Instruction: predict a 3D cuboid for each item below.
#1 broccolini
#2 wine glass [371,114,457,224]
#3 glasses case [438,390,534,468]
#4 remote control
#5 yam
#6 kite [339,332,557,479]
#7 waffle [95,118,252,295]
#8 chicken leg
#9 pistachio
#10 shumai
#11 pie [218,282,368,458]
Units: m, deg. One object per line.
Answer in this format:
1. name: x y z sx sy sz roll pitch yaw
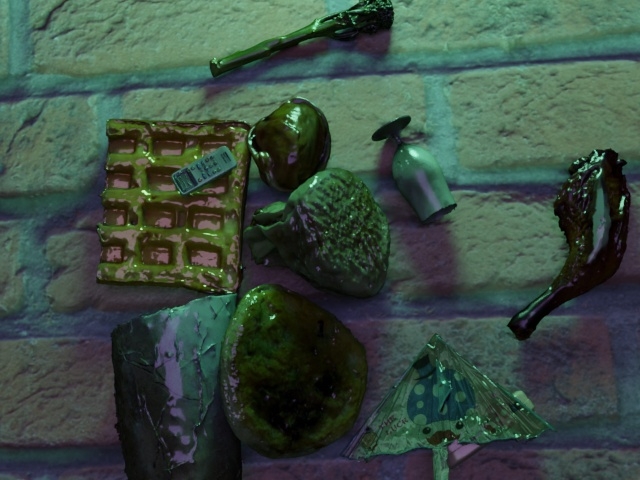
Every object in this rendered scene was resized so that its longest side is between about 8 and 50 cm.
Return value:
1. broccolini: -0.037 -0.407 1.731 0.392 0.074 0.079 -22 71 -2
2. wine glass: 0.183 -0.133 1.657 0.093 0.093 0.202 -26 79 -2
3. glasses case: 0.297 0.343 1.561 0.196 0.083 0.050 -34 77 -4
4. remote control: -0.222 -0.133 1.648 0.124 0.018 0.053 -29 79 -7
5. yam: -0.250 0.278 1.545 0.241 0.241 0.348 -6 81 3
6. kite: 0.214 0.331 1.538 0.406 0.014 0.368 -14 55 23
7. waffle: -0.282 -0.068 1.683 0.304 0.077 0.348 3 79 3
8. chicken leg: 0.484 0.015 1.610 0.158 0.096 0.407 25 84 12
9. pistachio: -0.057 -0.192 1.666 0.165 0.130 0.210 22 62 -13
10. shumai: 0.000 0.000 1.630 0.261 0.222 0.225 44 54 -19
11. pie: -0.050 0.238 1.530 0.323 0.070 0.323 10 73 -35
